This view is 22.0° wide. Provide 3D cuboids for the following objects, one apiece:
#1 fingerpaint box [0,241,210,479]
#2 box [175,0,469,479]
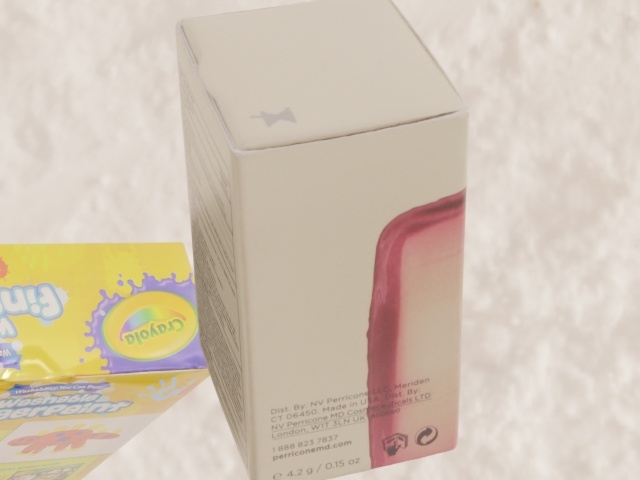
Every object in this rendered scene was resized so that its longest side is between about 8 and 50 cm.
[{"bbox_3d":[-0.396,0.149,1.736,0.445,0.163,0.371,-1,153,-38],"label":"fingerpaint box"},{"bbox_3d":[0.000,0.000,0.923,0.127,0.148,0.232,-10,127,-12],"label":"box"}]
